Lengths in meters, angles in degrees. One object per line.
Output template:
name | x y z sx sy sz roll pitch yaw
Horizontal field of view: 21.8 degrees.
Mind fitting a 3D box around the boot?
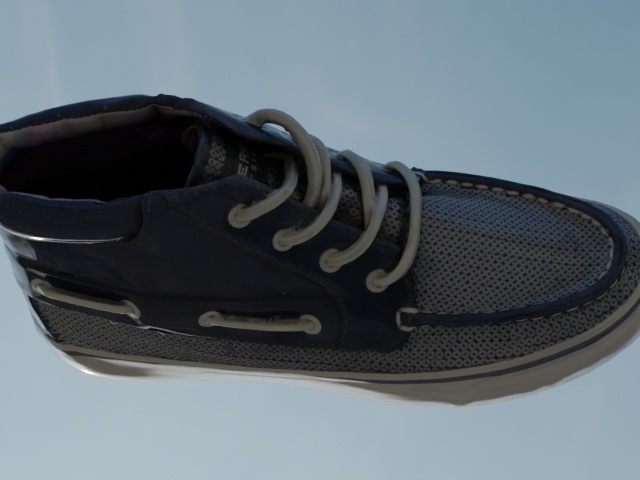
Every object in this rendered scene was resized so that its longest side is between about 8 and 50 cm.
boot | 0.000 0.000 0.467 0.190 0.069 0.086 -4 -33 8
